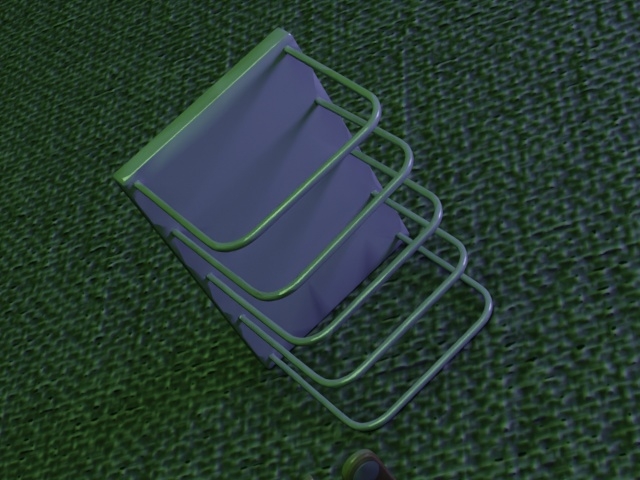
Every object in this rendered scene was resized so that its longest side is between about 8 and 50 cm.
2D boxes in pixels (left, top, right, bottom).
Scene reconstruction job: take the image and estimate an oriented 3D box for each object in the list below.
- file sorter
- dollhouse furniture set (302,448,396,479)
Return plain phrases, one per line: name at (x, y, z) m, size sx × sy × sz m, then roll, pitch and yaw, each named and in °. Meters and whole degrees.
file sorter at (0.000, 0.000, 1.169) m, size 0.193 × 0.278 × 0.173 m, roll -44°, pitch 43°, yaw -11°
dollhouse furniture set at (0.068, 0.234, 1.009) m, size 0.144 × 0.123 × 0.151 m, roll -43°, pitch 41°, yaw -9°
